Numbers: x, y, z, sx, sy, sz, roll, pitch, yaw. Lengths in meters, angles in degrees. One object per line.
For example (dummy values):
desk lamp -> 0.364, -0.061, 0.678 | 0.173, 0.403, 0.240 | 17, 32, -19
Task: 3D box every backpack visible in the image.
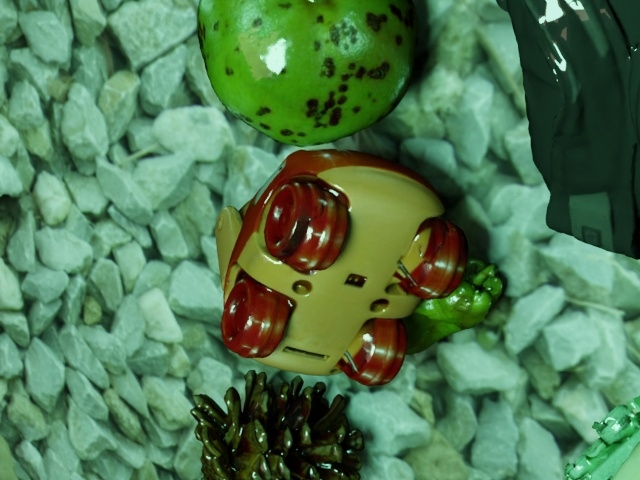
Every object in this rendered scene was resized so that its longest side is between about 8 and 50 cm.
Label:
backpack -> 0.281, -0.181, 1.210 | 0.363, 0.255, 0.445 | 7, 125, 34

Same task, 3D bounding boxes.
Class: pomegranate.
pomegranate -> -0.016, -0.186, 1.500 | 0.211, 0.211, 0.263 | 56, 164, 7

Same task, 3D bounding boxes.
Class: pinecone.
pinecone -> -0.047, 0.219, 1.685 | 0.195, 0.150, 0.179 | 6, 148, 25

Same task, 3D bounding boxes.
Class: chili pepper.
chili pepper -> 0.129, 0.059, 1.549 | 0.072, 0.073, 0.204 | 35, 139, -22

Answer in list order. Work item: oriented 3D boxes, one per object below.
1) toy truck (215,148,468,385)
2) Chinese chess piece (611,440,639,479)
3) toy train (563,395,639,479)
toy truck -> 0.000, 0.000, 1.533 | 0.265, 0.189, 0.239 | -59, 29, 32
Chinese chess piece -> 0.334, 0.271, 1.277 | 0.146, 0.349, 0.349 | 34, 125, 35
toy train -> 0.297, 0.202, 1.468 | 0.099, 0.081, 0.149 | 45, 134, 16
